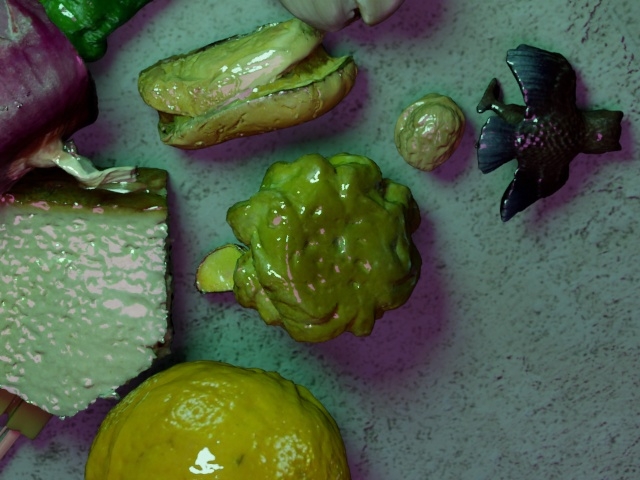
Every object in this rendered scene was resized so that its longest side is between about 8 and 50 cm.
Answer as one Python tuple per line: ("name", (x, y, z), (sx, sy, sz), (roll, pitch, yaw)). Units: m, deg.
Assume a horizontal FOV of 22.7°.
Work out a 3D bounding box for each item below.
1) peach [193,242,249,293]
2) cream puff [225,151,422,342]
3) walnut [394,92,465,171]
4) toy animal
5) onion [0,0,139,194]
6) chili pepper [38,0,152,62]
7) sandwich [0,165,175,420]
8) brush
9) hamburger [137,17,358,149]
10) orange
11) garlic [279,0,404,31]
("peach", (-0.115, 0.044, 2.032), (0.077, 0.050, 0.083), (42, 102, 8))
("cream puff", (0.003, 0.004, 1.926), (0.196, 0.244, 0.244), (-2, 121, 38))
("walnut", (0.131, -0.132, 1.920), (0.082, 0.079, 0.096), (20, 117, -10))
("toy animal", (0.274, -0.122, 1.900), (0.179, 0.116, 0.218), (2, 110, 2))
("onion", (-0.398, -0.156, 1.801), (0.230, 0.272, 0.256), (-38, 144, -18))
("chili pepper", (-0.244, -0.296, 1.838), (0.270, 0.136, 0.099), (-41, 72, 25))
("sandwich", (-0.312, 0.060, 2.005), (0.262, 0.131, 0.325), (2, 114, -1))
("brush", (-0.432, 0.244, 2.147), (0.103, 0.047, 0.233), (33, 115, -14))
("hamburger", (-0.088, -0.171, 1.882), (0.262, 0.131, 0.124), (-18, 115, 16))
("orange", (-0.122, 0.299, 2.016), (0.341, 0.340, 0.293), (30, 75, -12))
("garlic", (0.002, -0.321, 1.787), (0.214, 0.160, 0.191), (-4, 111, 1))
